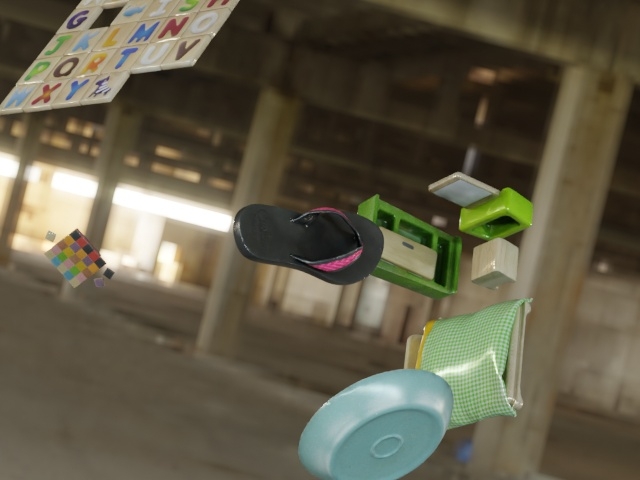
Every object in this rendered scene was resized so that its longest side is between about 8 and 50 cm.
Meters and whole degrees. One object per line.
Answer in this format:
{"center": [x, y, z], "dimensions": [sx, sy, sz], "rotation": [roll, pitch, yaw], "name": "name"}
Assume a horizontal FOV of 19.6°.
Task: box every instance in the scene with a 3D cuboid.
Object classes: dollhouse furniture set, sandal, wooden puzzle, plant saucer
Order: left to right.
{"center": [-0.259, 0.019, 1.966], "dimensions": [0.083, 0.049, 0.006], "rotation": [50, 25, -11], "name": "wooden puzzle"}
{"center": [0.000, 0.000, 1.616], "dimensions": [0.040, 0.067, 0.179], "rotation": [-20, -18, 40], "name": "sandal"}
{"center": [0.044, 0.139, 1.313], "dimensions": [0.119, 0.119, 0.021], "rotation": [15, 35, -39], "name": "plant saucer"}
{"center": [0.149, 0.082, 2.368], "dimensions": [0.151, 0.301, 0.197], "rotation": [24, -31, -30], "name": "dollhouse furniture set"}

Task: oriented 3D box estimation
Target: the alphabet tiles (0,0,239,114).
{"center": [-0.185, -0.198, 1.799], "dimensions": [0.237, 0.198, 0.009], "rotation": [-3, -47, 39], "name": "alphabet tiles"}
